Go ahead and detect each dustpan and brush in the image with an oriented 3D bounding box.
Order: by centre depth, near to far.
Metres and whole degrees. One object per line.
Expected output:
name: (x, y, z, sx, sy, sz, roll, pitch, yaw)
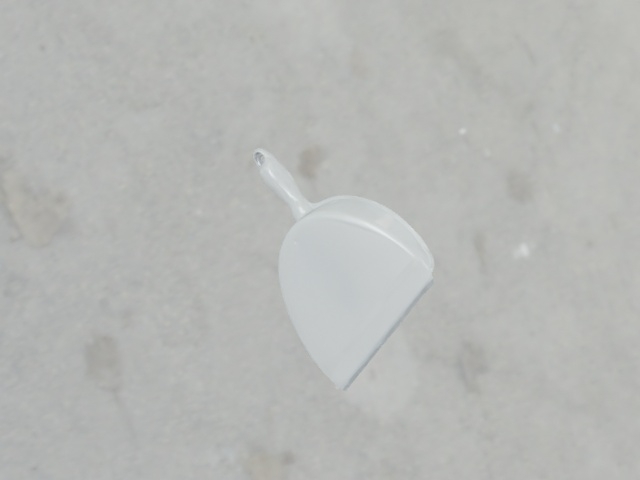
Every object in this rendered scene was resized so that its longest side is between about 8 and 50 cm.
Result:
dustpan and brush: (0.000, 0.000, 1.292, 0.211, 0.147, 0.060, 46, 31, 17)
